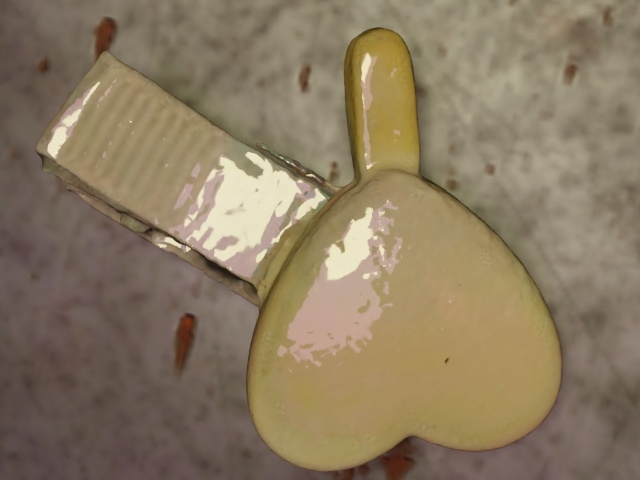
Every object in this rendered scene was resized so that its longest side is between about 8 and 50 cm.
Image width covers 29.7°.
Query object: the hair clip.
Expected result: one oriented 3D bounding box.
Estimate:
[{"bbox_3d":[0.001,-0.002,0.468,0.218,0.071,0.159,32,96,2],"label":"hair clip"}]
